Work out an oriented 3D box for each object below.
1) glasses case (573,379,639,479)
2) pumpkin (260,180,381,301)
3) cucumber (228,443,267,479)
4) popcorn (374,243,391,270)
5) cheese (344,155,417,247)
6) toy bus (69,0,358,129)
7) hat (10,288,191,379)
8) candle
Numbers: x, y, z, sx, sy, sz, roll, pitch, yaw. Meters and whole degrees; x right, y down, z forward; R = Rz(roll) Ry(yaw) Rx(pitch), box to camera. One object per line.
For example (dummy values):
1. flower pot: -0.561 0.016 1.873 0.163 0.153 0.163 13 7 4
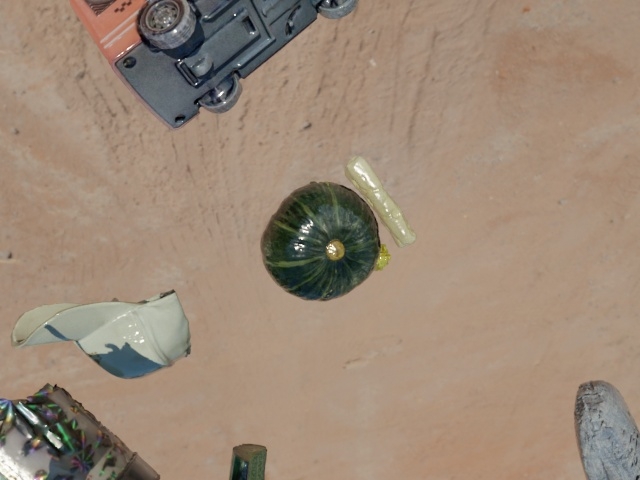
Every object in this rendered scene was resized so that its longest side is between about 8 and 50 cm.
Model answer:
1. glasses case: 0.331 0.282 0.627 0.067 0.283 0.109 -20 -173 33
2. pumpkin: 0.001 0.002 1.021 0.211 0.152 0.212 -3 97 -25
3. cucumber: -0.162 0.499 1.260 0.062 0.115 0.116 9 180 15
4. popcorn: 0.158 0.046 1.653 0.059 0.083 0.068 20 169 -27
5. cheese: 0.112 -0.071 1.099 0.043 0.194 0.065 -37 -175 -12
6. toy bus: -0.138 -0.385 0.890 0.427 0.233 0.203 -40 156 -2
7. hat: -0.412 0.190 1.119 0.301 0.168 0.257 -3 173 -43
8. candle: -0.381 0.295 0.797 0.330 0.187 0.187 44 119 -3
